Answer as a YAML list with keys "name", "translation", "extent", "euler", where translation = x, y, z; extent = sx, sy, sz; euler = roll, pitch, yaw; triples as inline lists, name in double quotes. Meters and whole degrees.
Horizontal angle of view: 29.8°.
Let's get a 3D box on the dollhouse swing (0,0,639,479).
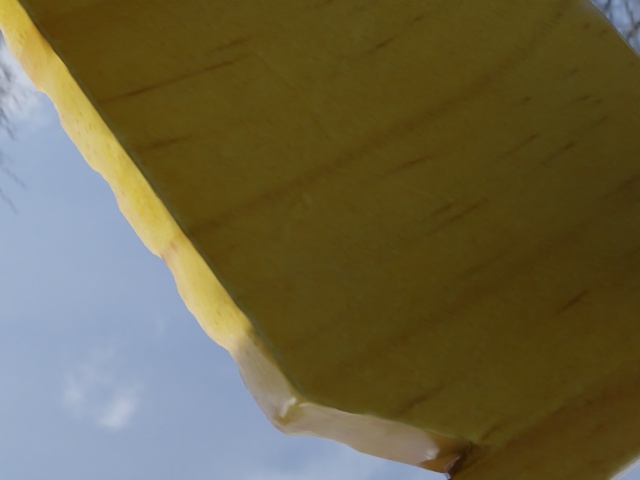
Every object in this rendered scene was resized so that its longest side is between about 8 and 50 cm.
- name: "dollhouse swing"
  translation: [0.000, 0.000, 0.588]
  extent: [0.315, 0.305, 0.347]
  euler: [-24, -111, -36]
